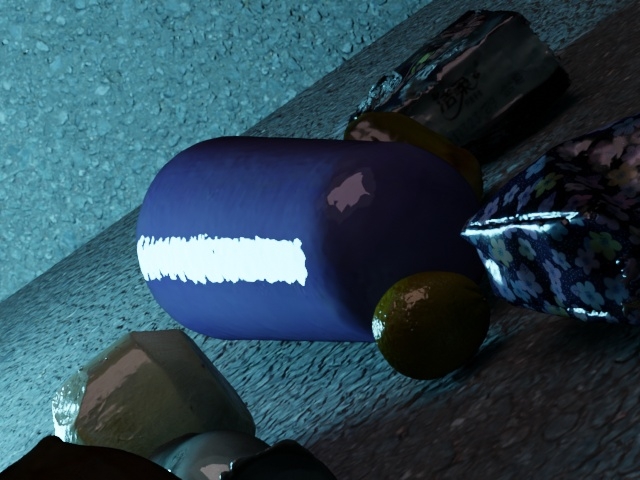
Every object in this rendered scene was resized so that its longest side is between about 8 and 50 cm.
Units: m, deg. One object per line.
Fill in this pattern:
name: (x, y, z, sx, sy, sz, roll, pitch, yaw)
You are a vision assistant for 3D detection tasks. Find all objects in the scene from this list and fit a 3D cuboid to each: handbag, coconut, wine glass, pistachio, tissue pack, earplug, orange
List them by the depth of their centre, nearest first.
handbag: (0.225, -0.028, 1.183, 0.208, 0.127, 0.229, -33, 10, -19)
wine glass: (-0.065, 0.187, 1.224, 0.103, 0.103, 0.222, -40, 12, -18)
orange: (0.088, 0.065, 1.316, 0.095, 0.085, 0.085, -23, 16, 24)
coconut: (-0.146, 0.166, 1.415, 0.162, 0.161, 0.161, -38, 12, 0)
earplug: (0.000, 0.000, 1.559, 0.215, 0.215, 0.456, -40, 16, -19)
pistachio: (0.098, -0.060, 1.728, 0.189, 0.100, 0.110, 34, 100, 37)
tissue pack: (0.145, -0.158, 1.949, 0.245, 0.123, 0.332, -41, 8, 3)

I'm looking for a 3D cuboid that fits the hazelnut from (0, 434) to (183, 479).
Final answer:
hazelnut: (-0.137, 0.224, 1.001, 0.229, 0.229, 0.229, -34, 12, 8)
